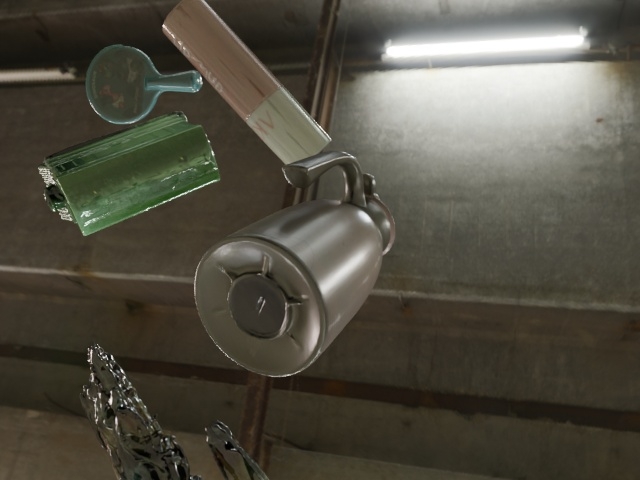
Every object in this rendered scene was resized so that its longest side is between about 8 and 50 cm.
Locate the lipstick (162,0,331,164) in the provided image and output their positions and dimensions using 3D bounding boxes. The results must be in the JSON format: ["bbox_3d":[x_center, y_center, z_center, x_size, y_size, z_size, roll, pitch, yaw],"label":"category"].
[{"bbox_3d":[-0.096,-0.204,0.798,0.070,0.070,0.254,-44,-85,-7],"label":"lipstick"}]

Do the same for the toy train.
[{"bbox_3d":[-0.100,-0.038,0.323,0.093,0.038,0.056,-26,-154,-22],"label":"toy train"}]

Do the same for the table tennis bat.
[{"bbox_3d":[-0.282,-0.248,0.957,0.201,0.033,0.124,1,-82,15],"label":"table tennis bat"}]

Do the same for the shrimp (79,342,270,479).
[{"bbox_3d":[-0.138,0.259,0.665,0.233,0.071,0.365,-28,-89,34],"label":"shrimp"}]

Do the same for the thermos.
[{"bbox_3d":[0.000,0.000,0.478,0.105,0.137,0.193,6,-158,28],"label":"thermos"}]
